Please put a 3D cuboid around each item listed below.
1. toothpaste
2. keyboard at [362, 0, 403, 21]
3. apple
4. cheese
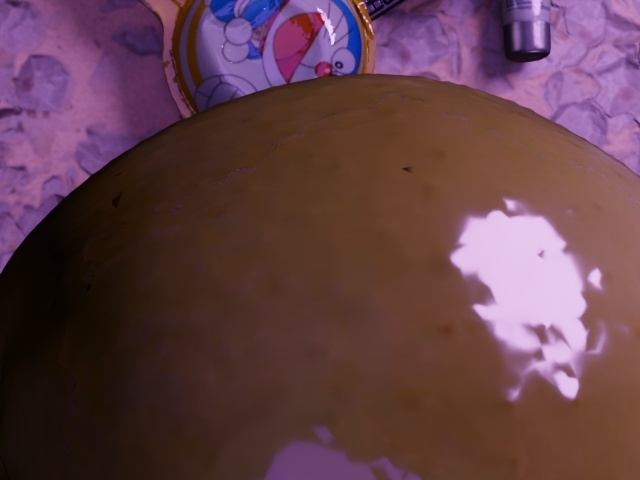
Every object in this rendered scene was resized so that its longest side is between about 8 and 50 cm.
[{"bbox_3d":[0.167,-0.271,0.745,0.062,0.039,0.239,-3,88,3],"label":"toothpaste"},{"bbox_3d":[-0.011,-0.189,0.758,0.198,0.010,0.063,-33,92,0],"label":"keyboard"},{"bbox_3d":[0.018,0.128,0.529,0.474,0.473,0.473,0,90,0],"label":"apple"},{"bbox_3d":[-0.066,-0.176,0.715,0.177,0.069,0.270,-44,93,1],"label":"cheese"}]
